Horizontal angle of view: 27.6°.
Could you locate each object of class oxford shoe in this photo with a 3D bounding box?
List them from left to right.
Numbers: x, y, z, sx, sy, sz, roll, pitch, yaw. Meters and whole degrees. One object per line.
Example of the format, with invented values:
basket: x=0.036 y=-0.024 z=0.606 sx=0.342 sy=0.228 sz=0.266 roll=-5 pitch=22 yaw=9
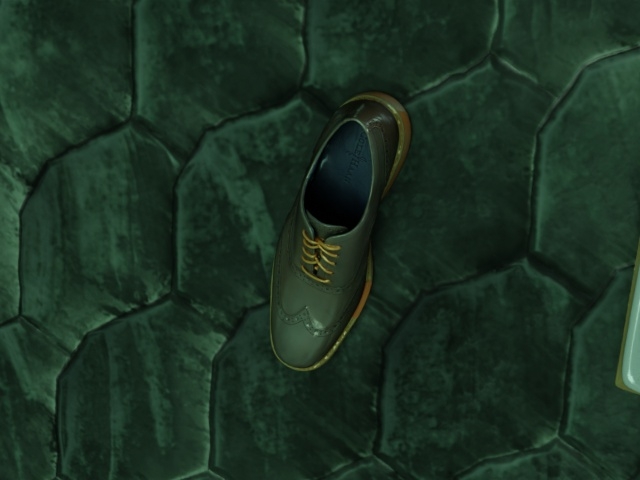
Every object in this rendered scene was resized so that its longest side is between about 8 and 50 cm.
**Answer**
oxford shoe: x=0.000 y=0.000 z=1.560 sx=0.129 sy=0.133 sz=0.364 roll=19 pitch=108 yaw=13

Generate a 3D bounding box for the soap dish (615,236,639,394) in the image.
soap dish: x=0.457 y=0.049 z=1.407 sx=0.228 sy=0.118 sz=0.291 roll=15 pitch=107 yaw=29
